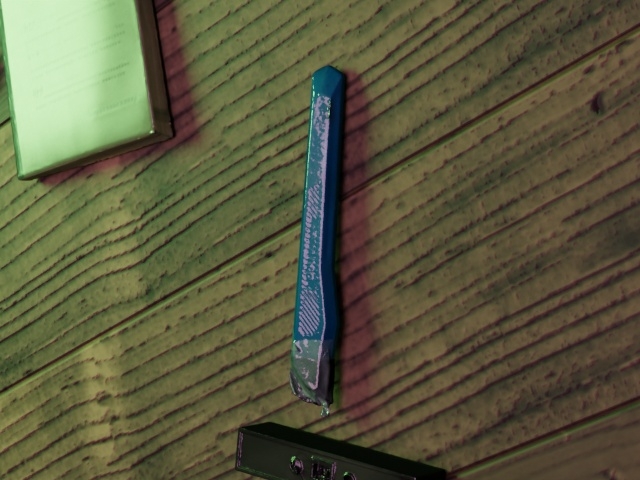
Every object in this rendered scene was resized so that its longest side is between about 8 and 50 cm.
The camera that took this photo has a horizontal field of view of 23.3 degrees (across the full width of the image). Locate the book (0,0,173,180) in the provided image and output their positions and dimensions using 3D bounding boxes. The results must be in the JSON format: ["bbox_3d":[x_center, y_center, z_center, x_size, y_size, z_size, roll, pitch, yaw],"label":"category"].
[{"bbox_3d":[-0.242,-0.214,1.504,0.215,0.025,0.282,-12,83,40],"label":"book"}]

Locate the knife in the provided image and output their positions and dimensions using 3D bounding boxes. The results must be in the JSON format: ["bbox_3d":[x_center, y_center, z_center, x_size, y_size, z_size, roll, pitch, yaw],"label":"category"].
[{"bbox_3d":[0.001,0.000,1.313,0.044,0.026,0.296,6,92,36],"label":"knife"}]

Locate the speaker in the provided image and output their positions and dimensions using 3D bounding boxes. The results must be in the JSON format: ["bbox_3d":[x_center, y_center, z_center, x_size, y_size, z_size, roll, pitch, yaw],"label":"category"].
[{"bbox_3d":[0.013,0.192,1.295,0.191,0.046,0.040,10,99,39],"label":"speaker"}]
